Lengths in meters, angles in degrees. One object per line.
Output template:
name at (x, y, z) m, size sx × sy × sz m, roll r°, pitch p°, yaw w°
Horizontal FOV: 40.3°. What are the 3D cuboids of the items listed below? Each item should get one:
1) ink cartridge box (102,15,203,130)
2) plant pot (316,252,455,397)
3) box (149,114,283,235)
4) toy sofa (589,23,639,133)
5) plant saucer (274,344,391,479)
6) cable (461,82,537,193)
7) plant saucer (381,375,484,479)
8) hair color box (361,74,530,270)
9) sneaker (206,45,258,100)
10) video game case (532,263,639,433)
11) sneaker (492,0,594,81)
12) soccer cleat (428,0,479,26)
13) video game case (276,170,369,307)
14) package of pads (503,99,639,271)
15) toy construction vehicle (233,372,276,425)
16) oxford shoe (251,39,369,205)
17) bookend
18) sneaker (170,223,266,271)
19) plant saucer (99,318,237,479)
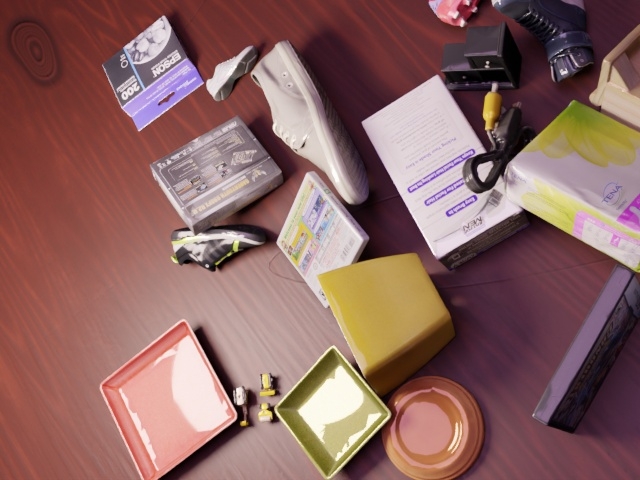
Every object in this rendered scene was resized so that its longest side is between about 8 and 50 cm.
ink cartridge box at (-0.409, -0.405, 2.106) m, size 0.206 × 0.045 × 0.208 m, roll -35°, pitch 66°, yaw 12°
plant pot at (0.136, 0.143, 1.636) m, size 0.187 × 0.212 × 0.212 m, roll -27°, pitch 66°, yaw 1°
box at (-0.224, -0.144, 1.892) m, size 0.231 × 0.056 × 0.183 m, roll -33°, pitch 68°, yaw -14°
toy sofa at (0.672, -0.223, 1.533) m, size 0.362 × 0.177 × 0.150 m, roll 36°, pitch 68°, yaw 28°
plant saucer at (0.030, 0.335, 1.700) m, size 0.188 × 0.045 × 0.188 m, roll -48°, pitch 61°, yaw 12°
cable at (0.326, -0.164, 1.620) m, size 0.072 × 0.139 × 0.287 m, roll -13°, pitch 35°, yaw 44°
plant saucer at (0.205, 0.352, 1.631) m, size 0.200 × 0.037 × 0.200 m, roll -6°, pitch 74°, yaw 23°
hair color box at (0.242, -0.133, 1.706) m, size 0.185 × 0.110 × 0.339 m, roll -31°, pitch 64°, yaw 11°
sneaker at (-0.208, -0.396, 2.008) m, size 0.152 × 0.054 × 0.061 m, roll -46°, pitch 60°, yaw 7°
video game case at (0.454, 0.189, 1.443) m, size 0.035 × 0.248 × 0.275 m, roll 29°, pitch 89°, yaw 28°
sneaker at (0.427, -0.389, 1.643) m, size 0.086 × 0.226 × 0.163 m, roll -25°, pitch 67°, yaw 57°
soccer cleat at (0.330, -0.554, 1.797) m, size 0.248 × 0.083 × 0.095 m, roll -49°, pitch 58°, yaw 8°
video game case at (0.000, 0.000, 1.757) m, size 0.193 × 0.023 × 0.212 m, roll 52°, pitch 138°, yaw 26°
package of pads at (0.500, -0.098, 1.535) m, size 0.296 × 0.101 × 0.229 m, roll 35°, pitch 61°, yaw 28°
toy construction vehicle at (-0.132, 0.328, 1.794) m, size 0.086 × 0.035 × 0.098 m, roll -12°, pitch 74°, yaw 10°
oxford shoe at (-0.025, -0.234, 1.823) m, size 0.130 × 0.169 × 0.449 m, roll -33°, pitch 58°, yaw 10°
bookend at (0.301, -0.358, 1.711) m, size 0.156 × 0.157 × 0.072 m, roll 3°, pitch 77°, yaw 24°
sneaker at (-0.220, 0.019, 1.903) m, size 0.235 × 0.084 × 0.097 m, roll -1°, pitch 100°, yaw 25°
plant saucer at (-0.320, 0.344, 1.863) m, size 0.258 × 0.048 × 0.259 m, roll -38°, pitch 65°, yaw 10°
